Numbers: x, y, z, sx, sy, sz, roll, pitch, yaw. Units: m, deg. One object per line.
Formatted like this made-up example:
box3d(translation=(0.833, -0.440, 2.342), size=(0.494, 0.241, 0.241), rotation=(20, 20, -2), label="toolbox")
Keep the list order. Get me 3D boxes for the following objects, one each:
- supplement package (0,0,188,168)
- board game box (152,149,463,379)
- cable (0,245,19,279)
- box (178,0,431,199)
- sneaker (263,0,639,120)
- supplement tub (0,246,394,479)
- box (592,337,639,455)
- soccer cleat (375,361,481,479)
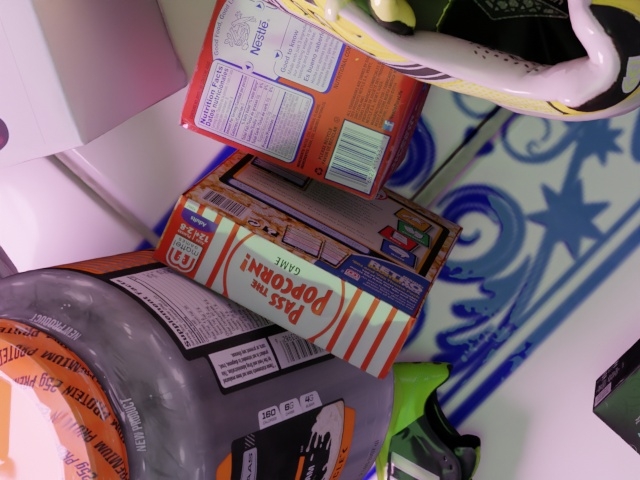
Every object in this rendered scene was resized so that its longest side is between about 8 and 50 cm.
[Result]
box3d(translation=(-0.209, -0.178, 1.016), size=(0.145, 0.204, 0.262), rotation=(-16, 101, 16), label="supplement package")
box3d(translation=(0.000, 0.000, 1.024), size=(0.146, 0.193, 0.045), rotation=(28, 110, 4), label="board game box")
box3d(translation=(-0.297, 0.055, 1.119), size=(0.257, 0.089, 0.257), rotation=(-3, 126, 32), label="cable")
box3d(translation=(0.025, -0.171, 1.008), size=(0.128, 0.122, 0.257), rotation=(21, 108, 6), label="box")
box3d(translation=(0.009, -0.175, 0.868), size=(0.384, 0.147, 0.145), rotation=(21, 109, 7), label="sneaker")
box3d(translation=(-0.103, 0.102, 0.994), size=(0.193, 0.316, 0.194), rotation=(3, 97, 28), label="supplement tub")
box3d(translation=(0.217, 0.108, 1.074), size=(0.083, 0.062, 0.052), rotation=(42, 108, -1), label="box")
box3d(translation=(0.073, 0.165, 1.125), size=(0.072, 0.060, 0.179), rotation=(-10, 100, 14), label="soccer cleat")
